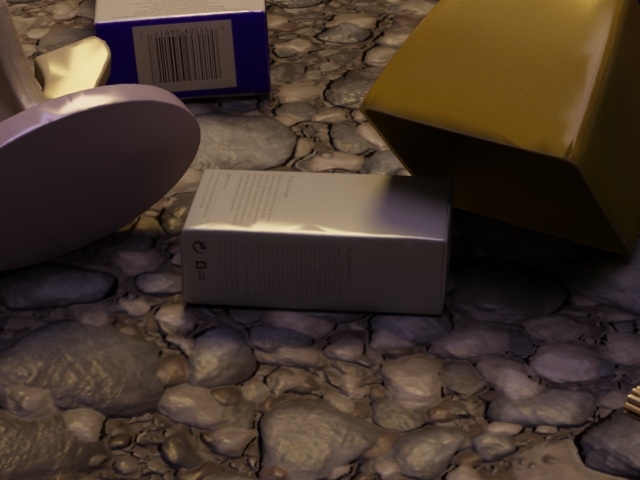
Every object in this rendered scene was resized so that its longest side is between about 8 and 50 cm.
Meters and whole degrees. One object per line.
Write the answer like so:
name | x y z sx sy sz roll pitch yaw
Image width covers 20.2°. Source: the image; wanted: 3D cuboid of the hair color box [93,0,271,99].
hair color box | -0.156 -0.275 2.030 0.185 0.110 0.339 -4 33 -2

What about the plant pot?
plant pot | 0.193 -0.132 1.600 0.212 0.212 0.187 16 75 28

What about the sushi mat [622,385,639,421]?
sushi mat | 0.384 0.143 1.248 0.316 0.019 0.151 24 39 36

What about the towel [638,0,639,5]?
towel | 0.315 -0.273 1.717 0.308 0.076 0.228 28 42 -20

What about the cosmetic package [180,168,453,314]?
cosmetic package | 0.000 0.000 1.586 0.231 0.085 0.117 4 32 6

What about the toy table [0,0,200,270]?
toy table | -0.269 -0.094 1.637 0.274 0.252 0.161 -15 49 -36
